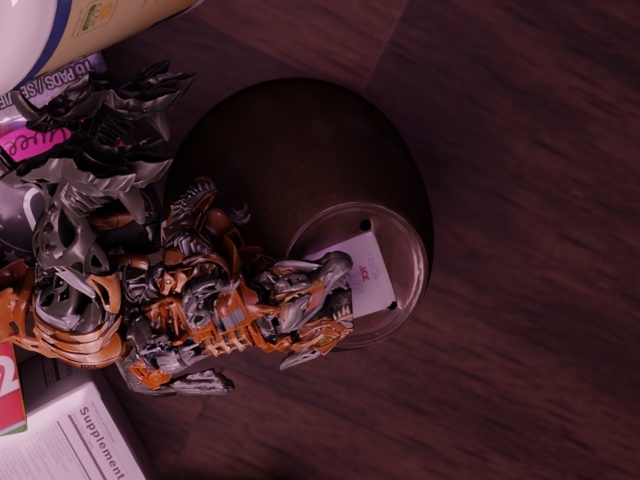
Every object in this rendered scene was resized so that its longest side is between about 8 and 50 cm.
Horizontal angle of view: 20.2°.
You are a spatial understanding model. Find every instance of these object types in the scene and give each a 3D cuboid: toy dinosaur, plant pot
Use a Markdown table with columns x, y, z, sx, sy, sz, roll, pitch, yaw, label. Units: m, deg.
| x | y | z | sx | sy | sz | roll | pitch | yaw | label |
| --- | --- | --- | --- | --- | --- | --- | --- | --- | --- |
| -0.141 | 0.017 | 1.190 | 0.321 | 0.164 | 0.218 | -9 | 121 | -17 | toy dinosaur |
| 0.000 | 0.000 | 1.367 | 0.215 | 0.230 | 0.215 | -3 | 104 | -11 | plant pot |

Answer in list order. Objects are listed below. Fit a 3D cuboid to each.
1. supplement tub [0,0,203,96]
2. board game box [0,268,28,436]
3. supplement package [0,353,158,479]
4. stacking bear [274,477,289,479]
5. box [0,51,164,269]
| x | y | z | sx | sy | sz | roll | pitch | yaw | label |
| --- | --- | --- | --- | --- | --- | --- | --- | --- | --- |
| -0.184 | -0.236 | 1.206 | 0.228 | 0.316 | 0.228 | 15 | 119 | 29 | supplement tub |
| -0.285 | 0.021 | 1.246 | 0.124 | 0.039 | 0.259 | -10 | 105 | -10 | board game box |
| -0.260 | 0.202 | 1.409 | 0.244 | 0.134 | 0.139 | -27 | 107 | -4 | supplement package |
| -0.147 | 0.302 | 1.450 | 0.289 | 0.175 | 0.164 | -14 | 63 | 2 | stacking bear |
| -0.259 | -0.045 | 1.335 | 0.247 | 0.163 | 0.142 | -23 | 107 | -6 | box |
